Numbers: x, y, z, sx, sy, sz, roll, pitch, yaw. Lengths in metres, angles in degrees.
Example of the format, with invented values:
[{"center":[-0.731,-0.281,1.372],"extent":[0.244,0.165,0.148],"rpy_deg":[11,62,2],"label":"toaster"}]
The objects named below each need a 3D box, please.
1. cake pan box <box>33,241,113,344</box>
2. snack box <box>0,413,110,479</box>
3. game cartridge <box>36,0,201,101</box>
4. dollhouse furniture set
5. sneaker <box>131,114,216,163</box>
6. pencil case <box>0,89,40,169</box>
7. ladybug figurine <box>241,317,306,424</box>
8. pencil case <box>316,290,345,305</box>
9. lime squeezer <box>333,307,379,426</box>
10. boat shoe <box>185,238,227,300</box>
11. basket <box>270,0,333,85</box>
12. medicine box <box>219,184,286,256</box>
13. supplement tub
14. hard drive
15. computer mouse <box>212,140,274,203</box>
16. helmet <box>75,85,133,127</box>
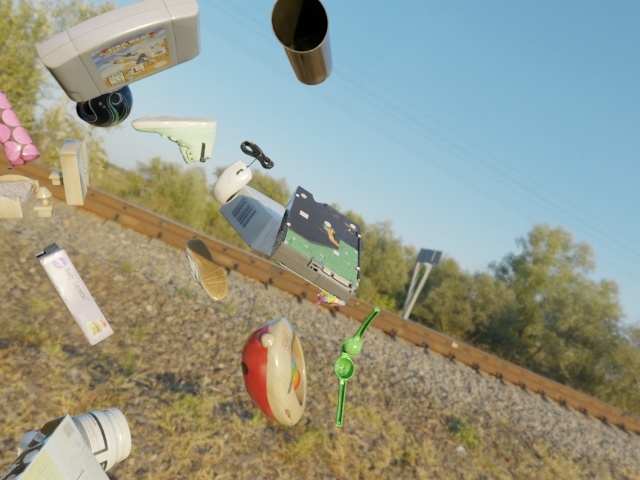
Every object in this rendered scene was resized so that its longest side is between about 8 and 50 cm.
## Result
[{"center":[-0.674,0.135,1.318],"extent":[0.245,0.070,0.267],"rpy_deg":[1,-61,56],"label":"cake pan box"},{"center":[-0.513,0.495,0.897],"extent":[0.322,0.060,0.187],"rpy_deg":[-100,168,-76],"label":"snack box"},{"center":[-0.371,-0.371,0.943],"extent":[0.062,0.297,0.198],"rpy_deg":[64,-13,-5],"label":"game cartridge"},{"center":[-0.903,-0.210,1.461],"extent":[0.354,0.174,0.303],"rpy_deg":[-1,28,-16],"label":"dollhouse furniture set"},{"center":[-0.459,-0.311,1.538],"extent":[0.255,0.151,0.094],"rpy_deg":[0,28,-16],"label":"sneaker"},{"center":[-0.876,-0.312,1.363],"extent":[0.210,0.095,0.098],"rpy_deg":[66,-17,-8],"label":"pencil case"},{"center":[-0.149,0.427,1.591],"extent":[0.161,0.305,0.450],"rpy_deg":[-4,-45,6],"label":"ladybug figurine"},{"center":[0.052,0.111,1.667],"extent":[0.104,0.237,0.104],"rpy_deg":[10,-9,2],"label":"pencil case"},{"center":[0.074,0.302,1.249],"extent":[0.058,0.311,0.110],"rpy_deg":[19,4,0],"label":"lime squeezer"},{"center":[-0.435,0.124,1.848],"extent":[0.098,0.096,0.277],"rpy_deg":[-9,56,-37],"label":"boat shoe"},{"center":[-0.039,-0.566,1.423],"extent":[0.227,0.154,0.205],"rpy_deg":[56,13,-73],"label":"basket"},{"center":[-0.201,-0.058,1.905],"extent":[0.263,0.149,0.289],"rpy_deg":[44,9,38],"label":"medicine box"},{"center":[-0.747,0.638,1.491],"extent":[0.191,0.191,0.272],"rpy_deg":[23,19,38],"label":"supplement tub"},{"center":[0.000,0.000,1.328],"extent":[0.236,0.064,0.339],"rpy_deg":[32,27,-13],"label":"hard drive"},{"center":[-0.221,-0.172,1.303],"extent":[0.106,0.193,0.042],"rpy_deg":[46,13,5],"label":"computer mouse"},{"center":[-0.673,-0.435,1.521],"extent":[0.169,0.170,0.162],"rpy_deg":[24,-39,1],"label":"helmet"}]
